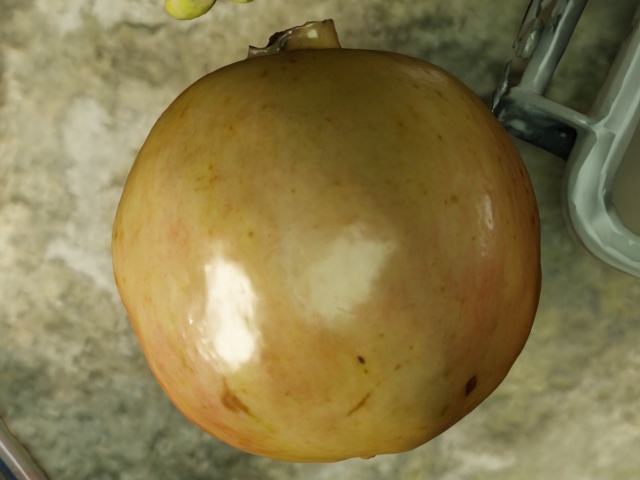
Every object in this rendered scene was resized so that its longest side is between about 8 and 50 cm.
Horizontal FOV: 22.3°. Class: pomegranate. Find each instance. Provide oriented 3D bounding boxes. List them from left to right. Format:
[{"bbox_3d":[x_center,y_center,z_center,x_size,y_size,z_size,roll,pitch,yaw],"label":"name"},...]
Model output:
[{"bbox_3d":[-0.001,0.003,0.694,0.191,0.191,0.191,0,96,-2],"label":"pomegranate"}]

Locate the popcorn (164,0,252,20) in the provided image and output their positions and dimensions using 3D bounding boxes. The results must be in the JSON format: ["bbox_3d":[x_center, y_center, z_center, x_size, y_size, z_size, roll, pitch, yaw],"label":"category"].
[{"bbox_3d":[-0.048,-0.163,0.708,0.145,0.125,0.126,20,84,-23],"label":"popcorn"}]

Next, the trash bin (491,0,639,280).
[{"bbox_3d":[0.244,-0.060,0.606,0.296,0.368,0.256,25,95,-4],"label":"trash bin"}]

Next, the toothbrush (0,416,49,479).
[{"bbox_3d":[-0.165,0.086,0.777,0.027,0.021,0.269,-32,97,6],"label":"toothbrush"}]
